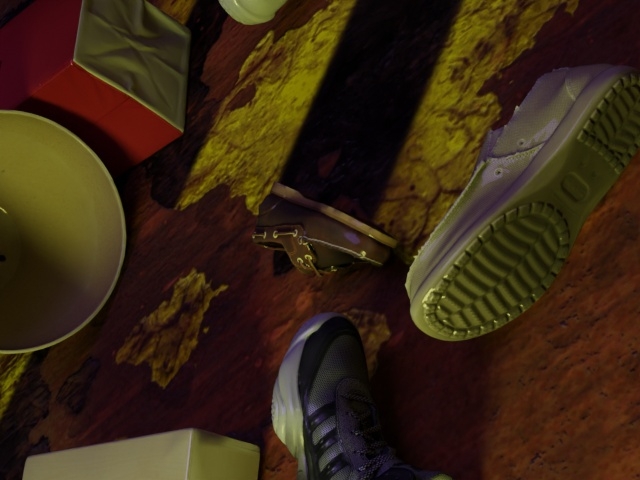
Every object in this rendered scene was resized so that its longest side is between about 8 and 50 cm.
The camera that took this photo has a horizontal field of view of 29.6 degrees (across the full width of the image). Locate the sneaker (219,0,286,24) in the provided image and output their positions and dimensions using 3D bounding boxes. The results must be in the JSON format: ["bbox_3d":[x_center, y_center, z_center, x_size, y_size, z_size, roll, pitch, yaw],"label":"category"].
[{"bbox_3d":[0.015,-0.415,1.386,0.210,0.137,0.365,10,69,54],"label":"sneaker"}]

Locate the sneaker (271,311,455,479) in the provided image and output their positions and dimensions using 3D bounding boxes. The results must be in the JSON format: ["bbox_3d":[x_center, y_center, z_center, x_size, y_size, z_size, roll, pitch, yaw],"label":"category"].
[{"bbox_3d":[0.044,0.175,0.968,0.153,0.101,0.268,-20,57,39],"label":"sneaker"}]

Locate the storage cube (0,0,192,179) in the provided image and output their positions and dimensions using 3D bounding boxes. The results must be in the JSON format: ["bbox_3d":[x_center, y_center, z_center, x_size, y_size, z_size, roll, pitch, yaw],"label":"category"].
[{"bbox_3d":[-0.299,-0.208,1.561,0.193,0.184,0.215,-27,46,34],"label":"storage cube"}]

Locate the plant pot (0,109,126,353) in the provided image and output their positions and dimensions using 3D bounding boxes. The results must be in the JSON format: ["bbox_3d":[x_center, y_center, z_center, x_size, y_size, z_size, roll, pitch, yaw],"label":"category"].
[{"bbox_3d":[-0.405,0.000,1.478,0.191,0.284,0.284,-14,54,58],"label":"plant pot"}]

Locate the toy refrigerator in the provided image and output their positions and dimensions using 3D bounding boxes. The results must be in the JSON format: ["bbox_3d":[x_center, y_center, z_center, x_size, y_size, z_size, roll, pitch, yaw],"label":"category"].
[{"bbox_3d":[-0.180,0.254,1.172,0.269,0.094,0.102,-18,59,42],"label":"toy refrigerator"}]

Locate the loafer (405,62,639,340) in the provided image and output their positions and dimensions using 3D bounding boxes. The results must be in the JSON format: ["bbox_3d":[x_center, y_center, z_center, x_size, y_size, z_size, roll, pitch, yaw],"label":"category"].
[{"bbox_3d":[0.161,-0.034,0.987,0.268,0.102,0.092,-49,35,-3],"label":"loafer"}]

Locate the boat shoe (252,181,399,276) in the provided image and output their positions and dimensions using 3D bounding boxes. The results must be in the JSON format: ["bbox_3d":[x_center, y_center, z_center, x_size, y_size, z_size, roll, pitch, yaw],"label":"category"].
[{"bbox_3d":[0.000,0.000,1.167,0.073,0.073,0.207,-62,29,-3],"label":"boat shoe"}]
